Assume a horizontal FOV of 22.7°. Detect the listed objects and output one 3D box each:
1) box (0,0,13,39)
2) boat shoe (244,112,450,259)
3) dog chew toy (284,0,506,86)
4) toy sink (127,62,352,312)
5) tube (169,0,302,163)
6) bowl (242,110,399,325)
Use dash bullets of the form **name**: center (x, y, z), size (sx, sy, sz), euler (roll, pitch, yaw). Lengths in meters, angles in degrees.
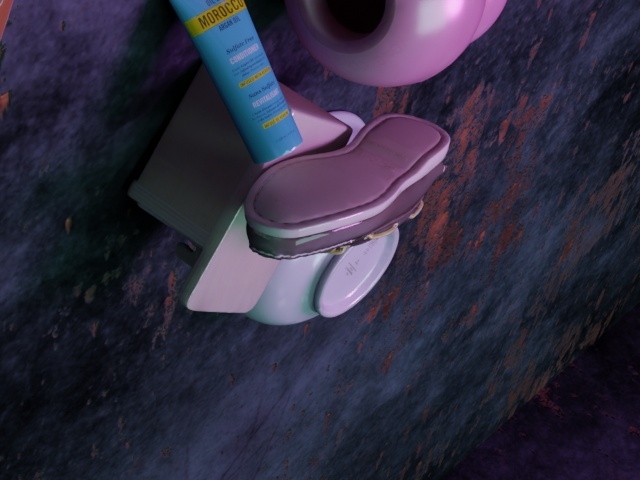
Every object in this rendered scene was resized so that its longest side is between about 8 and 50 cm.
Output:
- **box**: center (-0.364, -0.171, 0.970), size (0.345, 0.168, 0.215), euler (-20, 141, -52)
- **boat shoe**: center (0.026, -0.039, 1.638), size (0.324, 0.117, 0.096), euler (-34, 145, -52)
- **dog chew toy**: center (0.104, -0.280, 1.655), size (0.332, 0.207, 0.206), euler (-32, 151, -55)
- **toy sink**: center (-0.099, -0.057, 1.678), size (0.234, 0.131, 0.153), euler (-61, 156, 10)
- **tube**: center (-0.082, -0.175, 1.519), size (0.080, 0.052, 0.207), euler (-38, 110, -36)
- **bowl**: center (0.000, 0.000, 1.942), size (0.298, 0.134, 0.298), euler (-41, 156, -23)
